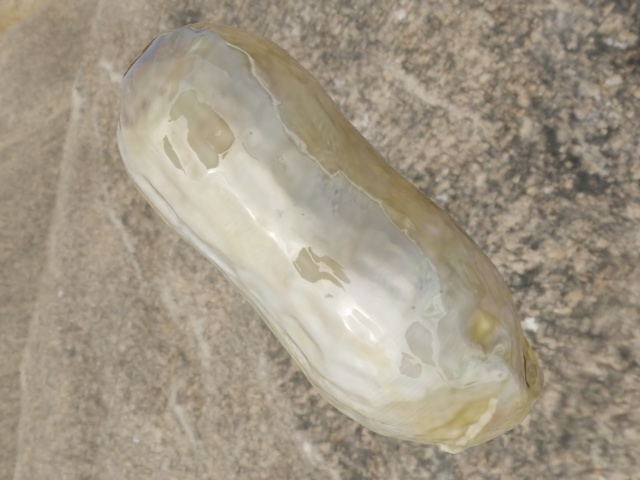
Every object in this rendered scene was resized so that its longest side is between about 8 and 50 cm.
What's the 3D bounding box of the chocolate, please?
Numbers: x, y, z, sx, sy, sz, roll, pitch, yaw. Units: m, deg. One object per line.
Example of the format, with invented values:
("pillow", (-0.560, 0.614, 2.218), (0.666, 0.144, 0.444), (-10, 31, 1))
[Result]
("chocolate", (0.000, 0.000, 0.483), (0.134, 0.309, 0.134), (-46, -3, -3))
